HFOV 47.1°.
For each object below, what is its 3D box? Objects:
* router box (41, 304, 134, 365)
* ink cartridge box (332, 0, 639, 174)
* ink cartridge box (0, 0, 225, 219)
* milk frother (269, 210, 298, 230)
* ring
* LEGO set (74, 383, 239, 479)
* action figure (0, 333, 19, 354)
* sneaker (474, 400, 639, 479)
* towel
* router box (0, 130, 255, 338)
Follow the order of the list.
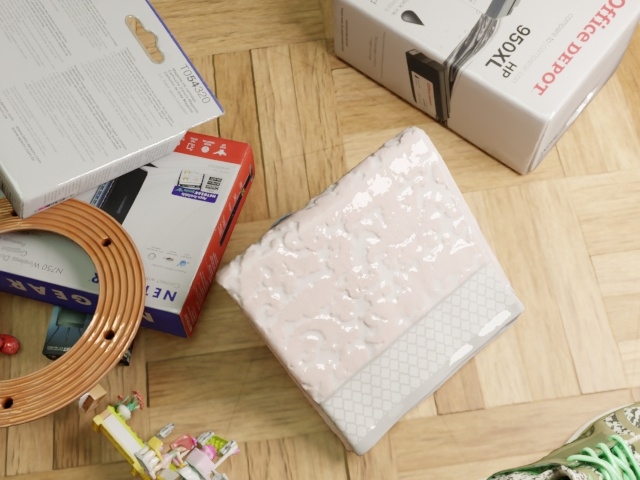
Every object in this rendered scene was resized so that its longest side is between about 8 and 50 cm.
[{"bbox_3d":[-0.331,0.130,1.066,0.122,0.038,0.092,3,66,5],"label":"router box"},{"bbox_3d":[0.258,-0.338,1.168,0.395,0.166,0.285,36,73,17],"label":"ink cartridge box"},{"bbox_3d":[-0.361,-0.236,1.058,0.330,0.071,0.324,-30,81,-32],"label":"ink cartridge box"},{"bbox_3d":[0.000,0.000,1.051,0.129,0.135,0.143,6,66,5],"label":"milk frother"},{"bbox_3d":[-0.393,0.082,0.946,0.336,0.032,0.337,0,58,0],"label":"ring"},{"bbox_3d":[-0.210,0.252,0.972,0.287,0.132,0.107,24,50,38],"label":"LEGO set"},{"bbox_3d":[-0.561,0.090,1.029,0.091,0.280,0.139,-57,31,8],"label":"action figure"},{"bbox_3d":[0.316,0.302,0.871,0.410,0.182,0.158,-25,67,-8],"label":"sneaker"},{"bbox_3d":[0.082,0.069,0.970,0.332,0.053,0.317,-38,105,-13],"label":"towel"},{"bbox_3d":[-0.301,-0.039,1.093,0.335,0.082,0.301,12,59,8],"label":"router box"}]
